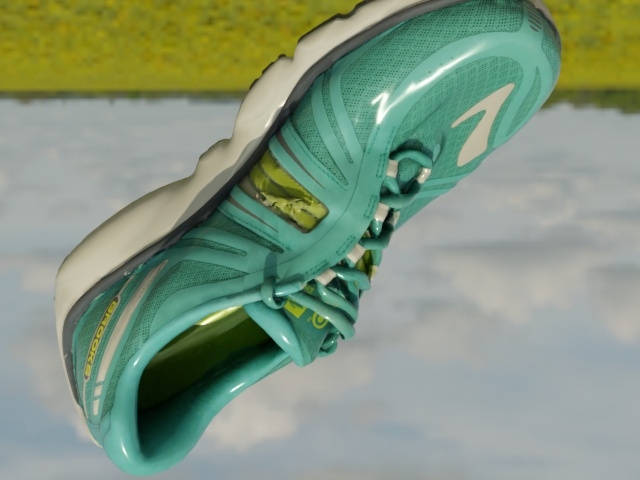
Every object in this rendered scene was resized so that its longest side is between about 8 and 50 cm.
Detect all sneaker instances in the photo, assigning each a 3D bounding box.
[{"bbox_3d":[0.000,0.000,0.723,0.107,0.275,0.110,34,-157,-37],"label":"sneaker"}]
